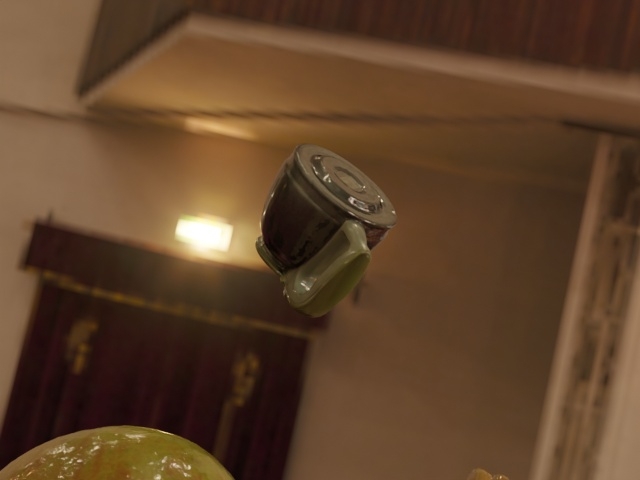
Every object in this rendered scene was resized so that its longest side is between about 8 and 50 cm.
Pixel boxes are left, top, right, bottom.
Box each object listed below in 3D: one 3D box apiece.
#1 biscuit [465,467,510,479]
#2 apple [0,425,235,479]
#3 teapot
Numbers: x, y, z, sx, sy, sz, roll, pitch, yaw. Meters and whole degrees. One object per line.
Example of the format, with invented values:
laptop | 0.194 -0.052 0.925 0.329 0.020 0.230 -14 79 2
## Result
biscuit | 0.142 0.296 1.768 0.035 0.158 0.240 27 0 -3
apple | -0.203 0.343 1.772 0.339 0.340 0.339 12 -8 2
teapot | -0.007 -0.006 1.327 0.092 0.091 0.124 36 21 -1
